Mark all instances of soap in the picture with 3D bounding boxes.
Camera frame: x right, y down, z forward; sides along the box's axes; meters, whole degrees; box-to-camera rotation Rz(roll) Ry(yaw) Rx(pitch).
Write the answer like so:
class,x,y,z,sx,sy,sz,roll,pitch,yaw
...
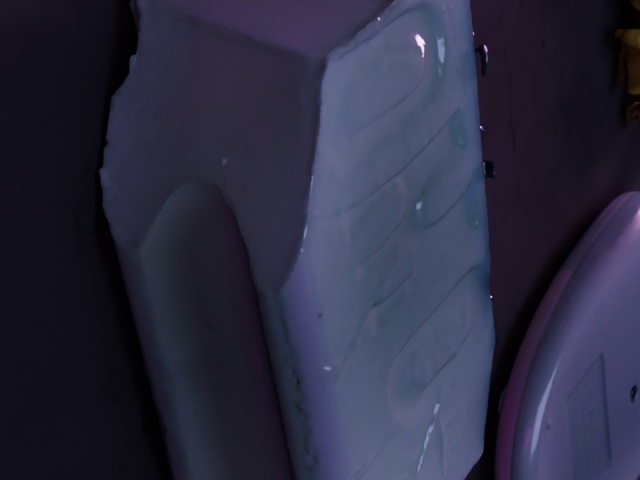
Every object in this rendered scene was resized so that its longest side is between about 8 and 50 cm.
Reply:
class,x,y,z,sx,sy,sz,roll,pitch,yaw
soap,0.000,0.000,0.567,0.145,0.091,0.230,-45,135,-46

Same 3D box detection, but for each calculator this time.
class,x,y,z,sx,sy,sz,roll,pitch,yaw
calculator,0.183,0.075,0.941,0.299,0.041,0.185,-43,133,-45

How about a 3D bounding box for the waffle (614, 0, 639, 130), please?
class,x,y,z,sx,sy,sz,roll,pitch,yaw
waffle,0.249,-0.175,0.983,0.231,0.051,0.228,-52,136,-40
